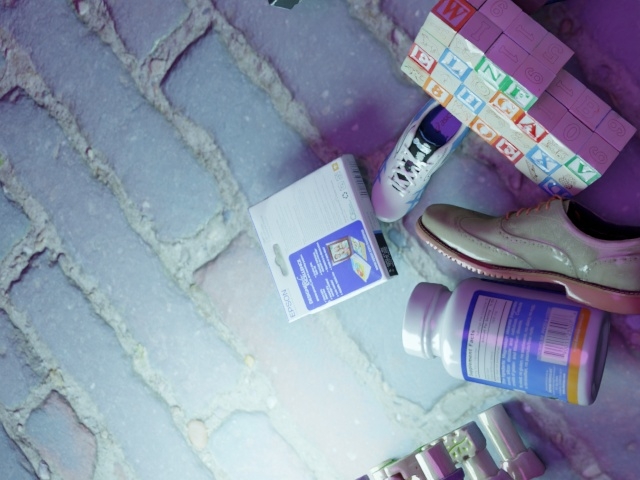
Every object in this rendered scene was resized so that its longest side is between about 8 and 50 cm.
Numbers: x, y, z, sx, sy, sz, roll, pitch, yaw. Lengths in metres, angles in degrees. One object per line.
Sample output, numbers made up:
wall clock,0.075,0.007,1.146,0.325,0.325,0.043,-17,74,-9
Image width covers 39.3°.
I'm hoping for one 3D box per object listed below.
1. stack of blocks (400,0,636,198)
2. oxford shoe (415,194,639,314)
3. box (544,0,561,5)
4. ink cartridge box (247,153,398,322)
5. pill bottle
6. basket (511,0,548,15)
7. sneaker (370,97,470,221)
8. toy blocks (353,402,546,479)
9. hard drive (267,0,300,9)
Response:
stack of blocks,0.261,-0.196,1.180,0.297,0.171,0.087,41,74,3
oxford shoe,0.300,-0.013,1.238,0.348,0.123,0.130,16,119,23
box,0.364,-0.402,1.205,0.225,0.036,0.136,-8,95,26
ink cartridge box,0.000,0.000,1.411,0.208,0.045,0.206,-26,80,34
pill bottle,0.263,0.136,1.281,0.272,0.152,0.152,9,103,25
basket,0.225,-0.405,1.144,0.227,0.154,0.204,48,127,-9
sneaker,0.142,-0.125,1.333,0.085,0.086,0.237,40,115,13
toy blocks,0.174,0.431,1.286,0.288,0.309,0.260,-34,77,27
hard drive,0.004,-0.520,1.256,0.339,0.064,0.237,-38,58,42
